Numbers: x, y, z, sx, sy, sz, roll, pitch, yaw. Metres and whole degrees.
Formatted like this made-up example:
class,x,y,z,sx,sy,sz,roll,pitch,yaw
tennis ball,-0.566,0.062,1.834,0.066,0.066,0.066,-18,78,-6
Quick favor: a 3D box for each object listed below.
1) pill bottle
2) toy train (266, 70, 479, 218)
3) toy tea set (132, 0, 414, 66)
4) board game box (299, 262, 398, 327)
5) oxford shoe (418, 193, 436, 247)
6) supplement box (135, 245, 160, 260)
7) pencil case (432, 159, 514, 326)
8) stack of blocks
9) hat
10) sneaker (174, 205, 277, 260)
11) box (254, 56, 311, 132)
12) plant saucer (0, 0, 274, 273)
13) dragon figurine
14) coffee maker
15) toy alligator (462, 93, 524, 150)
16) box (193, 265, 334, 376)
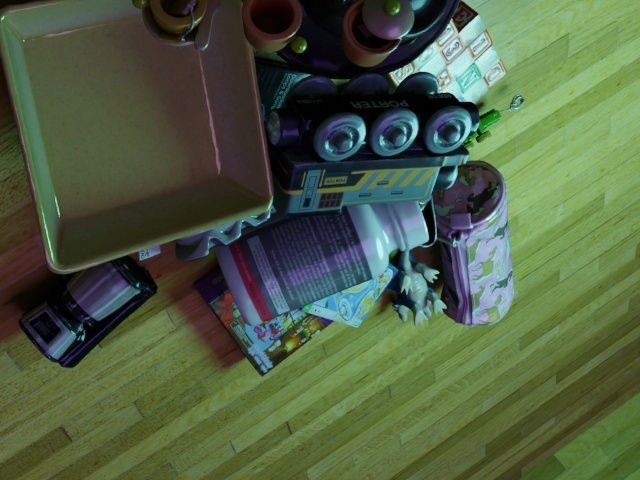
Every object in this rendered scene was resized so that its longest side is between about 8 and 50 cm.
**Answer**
class,x,y,z,sx,sy,sz,roll,pitch,yaw
pill bottle,0.000,0.000,1.755,0.319,0.176,0.176,-22,144,-1
toy train,0.069,-0.133,1.590,0.334,0.142,0.190,-6,132,-28
toy tea set,-0.048,-0.321,1.330,0.336,0.200,0.124,9,164,-7
board game box,0.046,0.079,1.997,0.136,0.035,0.201,-56,147,9
oxford shoe,0.128,-0.114,1.872,0.130,0.133,0.363,-39,145,-3
supplement box,-0.270,-0.027,1.611,0.036,0.098,0.062,-22,140,-26
pencil case,0.294,0.017,2.157,0.167,0.160,0.386,-29,145,-7
stack of blocks,0.166,-0.306,1.739,0.171,0.087,0.297,-43,145,2
hat,0.077,-0.339,1.490,0.331,0.134,0.331,-11,123,-18
sneaker,-0.102,-0.106,1.658,0.330,0.122,0.146,-33,109,-37
box,-0.100,-0.213,1.636,0.162,0.029,0.116,0,128,-46
plant saucer,-0.239,-0.160,1.427,0.333,0.081,0.332,-19,111,-30
dragon figurine,0.164,0.068,2.149,0.085,0.144,0.289,-32,125,-11
coffee maker,-0.341,0.104,1.669,0.178,0.120,0.171,-41,146,0
toy alligator,0.283,-0.207,1.999,0.190,0.056,0.051,-31,-174,-17
box,-0.083,0.105,1.975,0.201,0.057,0.293,-38,145,-7
